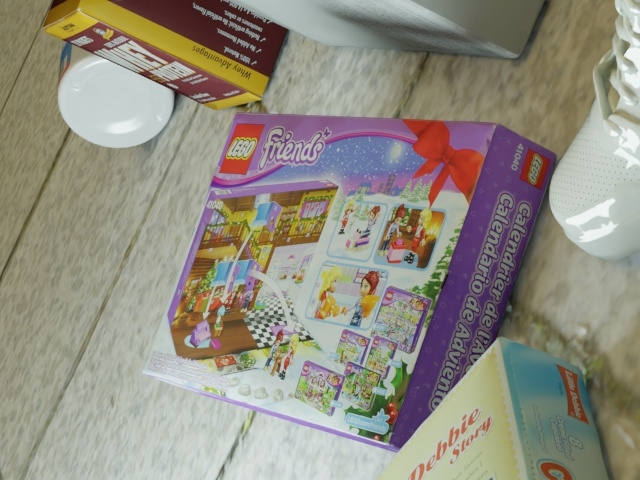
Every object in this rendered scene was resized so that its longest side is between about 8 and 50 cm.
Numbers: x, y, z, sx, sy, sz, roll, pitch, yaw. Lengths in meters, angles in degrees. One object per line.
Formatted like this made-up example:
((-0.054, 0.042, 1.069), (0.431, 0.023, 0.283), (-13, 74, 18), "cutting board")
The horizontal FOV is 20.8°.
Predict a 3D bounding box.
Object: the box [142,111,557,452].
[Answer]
((0.009, 0.021, 1.130), (0.293, 0.057, 0.201), (9, 77, 55), "box")

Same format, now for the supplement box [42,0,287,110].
((-0.123, -0.250, 1.616), (0.129, 0.191, 0.194), (-2, 66, 67), "supplement box")

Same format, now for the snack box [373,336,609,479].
((0.039, 0.224, 0.927), (0.322, 0.060, 0.187), (-53, 25, 32), "snack box")

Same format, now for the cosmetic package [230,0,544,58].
((0.042, -0.253, 1.277), (0.197, 0.155, 0.365), (-66, 20, 0), "cosmetic package")

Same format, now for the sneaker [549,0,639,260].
((0.160, -0.119, 0.844), (0.292, 0.169, 0.108), (-52, 27, 36), "sneaker")

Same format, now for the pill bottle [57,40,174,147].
((-0.219, -0.211, 1.898), (0.124, 0.124, 0.221), (-53, 25, 32), "pill bottle")
